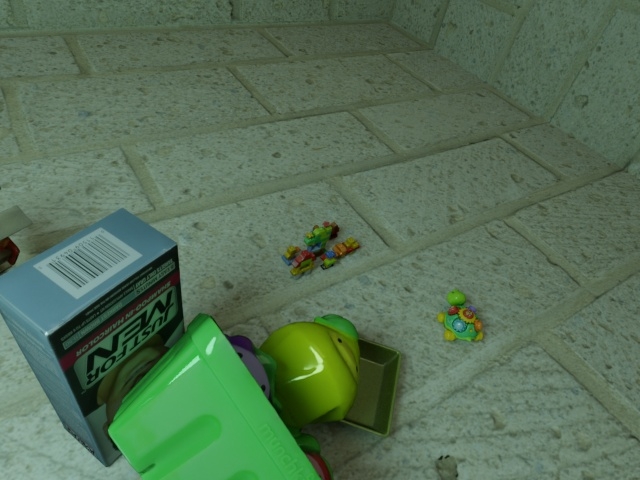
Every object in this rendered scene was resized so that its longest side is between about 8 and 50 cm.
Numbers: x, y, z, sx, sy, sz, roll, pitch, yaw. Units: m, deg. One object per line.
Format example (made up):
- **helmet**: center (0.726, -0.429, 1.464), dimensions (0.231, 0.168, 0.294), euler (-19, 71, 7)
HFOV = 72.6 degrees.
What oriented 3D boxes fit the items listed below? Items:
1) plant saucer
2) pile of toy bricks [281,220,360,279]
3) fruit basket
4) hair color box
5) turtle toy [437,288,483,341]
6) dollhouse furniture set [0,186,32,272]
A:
- **plant saucer**: center (0.054, 0.276, 0.857), dimensions (0.188, 0.045, 0.188), euler (18, 44, 4)
- **pile of toy bricks**: center (0.000, 0.000, 1.082), dimensions (0.212, 0.105, 0.118), euler (-22, 54, -32)
- **fruit basket**: center (-0.052, 0.246, 0.640), dimensions (0.391, 0.283, 0.392), euler (2, 82, -18)
- **hair color box**: center (-0.306, 0.158, 0.645), dimensions (0.113, 0.375, 0.185), euler (30, 46, 17)
- **turtle toy**: center (0.327, 0.176, 1.014), dimensions (0.095, 0.066, 0.130), euler (2, 45, -13)
- **dollhouse furniture set**: center (-0.595, 0.019, 0.828), dimensions (0.259, 0.262, 0.135), euler (53, 45, -9)
